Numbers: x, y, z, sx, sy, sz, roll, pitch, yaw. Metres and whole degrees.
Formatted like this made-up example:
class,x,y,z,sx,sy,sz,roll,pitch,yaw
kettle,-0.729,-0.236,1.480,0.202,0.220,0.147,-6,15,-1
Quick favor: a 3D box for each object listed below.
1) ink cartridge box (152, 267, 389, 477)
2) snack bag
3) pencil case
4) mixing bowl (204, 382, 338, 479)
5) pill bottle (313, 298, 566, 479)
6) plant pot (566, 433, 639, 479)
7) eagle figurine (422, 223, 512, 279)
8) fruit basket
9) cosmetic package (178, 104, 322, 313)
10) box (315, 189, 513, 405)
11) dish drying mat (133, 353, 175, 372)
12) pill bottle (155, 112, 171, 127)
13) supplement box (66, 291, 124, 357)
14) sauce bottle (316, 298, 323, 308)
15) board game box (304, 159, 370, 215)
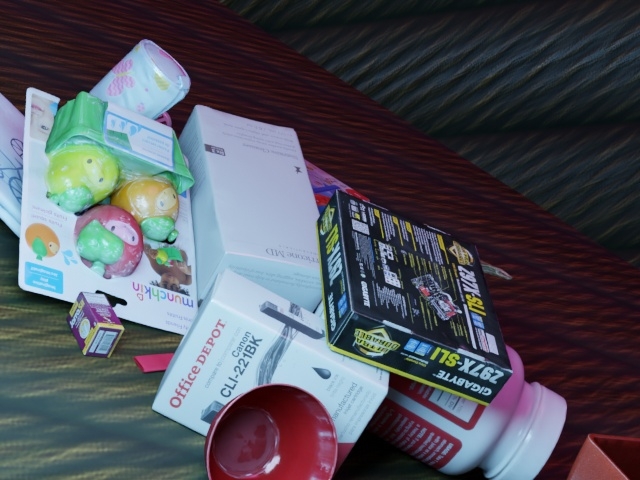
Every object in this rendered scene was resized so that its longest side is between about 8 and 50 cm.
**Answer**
class,x,y,z,sx,sy,sz,roll,pitch,yaw
ink cartridge box,-0.067,0.195,1.558,0.273,0.197,0.114,28,21,-5
snack bag,-0.505,-0.131,1.819,0.323,0.037,0.342,47,14,-19
pencil case,-0.346,-0.214,1.915,0.124,0.273,0.113,55,18,25
mixing bowl,-0.080,0.269,1.455,0.181,0.181,0.098,20,-9,-26
pill bottle,0.168,0.223,1.767,0.408,0.229,0.229,30,20,-2
plant pot,0.478,0.462,1.618,0.267,0.235,0.267,13,26,-40
eagle figurine,0.164,0.123,2.052,0.226,0.298,0.225,15,-24,50
fruit basket,-0.314,-0.046,1.742,0.327,0.165,0.353,22,44,-40
cosmetic package,-0.129,-0.043,1.960,0.217,0.156,0.385,11,39,-28
box,0.128,0.075,1.645,0.257,0.079,0.322,23,29,-18
dish drying mat,-0.235,0.179,1.640,0.032,0.008,0.083,43,23,30
pill bottle,-0.366,-0.231,2.307,0.086,0.086,0.152,33,20,8
supplement box,-0.321,0.119,1.596,0.043,0.055,0.083,12,26,-40
sauce bottle,-0.017,0.109,2.053,0.042,0.042,0.128,37,24,18
board game box,-0.099,-0.114,2.355,0.308,0.086,0.302,33,20,24
